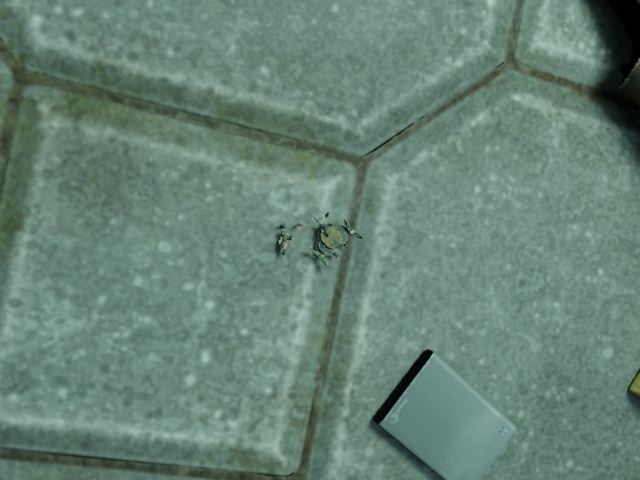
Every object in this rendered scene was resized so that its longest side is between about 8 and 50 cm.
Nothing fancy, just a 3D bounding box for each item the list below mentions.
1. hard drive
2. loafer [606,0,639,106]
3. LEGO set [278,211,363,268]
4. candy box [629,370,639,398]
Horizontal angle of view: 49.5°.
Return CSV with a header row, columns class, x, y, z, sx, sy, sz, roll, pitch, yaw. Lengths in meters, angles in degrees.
class,x,y,z,sx,sy,sz,roll,pitch,yaw
hard drive,0.133,0.192,0.732,0.135,0.022,0.094,42,80,-14
loafer,0.389,-0.177,0.760,0.130,0.134,0.366,-20,88,7
LEGO set,-0.001,-0.003,0.687,0.083,0.023,0.054,17,85,-4
candy box,0.460,0.132,0.818,0.109,0.053,0.187,38,80,-15
